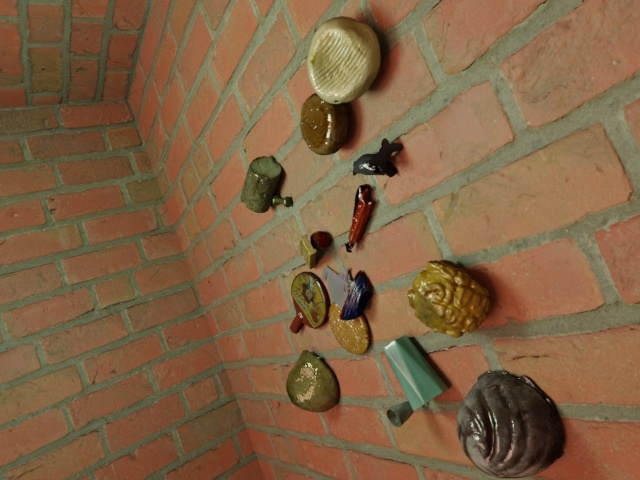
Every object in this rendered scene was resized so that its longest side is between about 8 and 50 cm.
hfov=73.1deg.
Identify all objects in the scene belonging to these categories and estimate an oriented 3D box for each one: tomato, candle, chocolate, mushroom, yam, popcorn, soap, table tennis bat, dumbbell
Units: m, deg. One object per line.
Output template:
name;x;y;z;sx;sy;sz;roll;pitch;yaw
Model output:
tomato;0.000;0.000;1.833;0.075;0.087;0.087;-15;93;26
candle;0.139;-0.074;1.625;0.084;0.059;0.302;56;142;42
chocolate;0.513;0.557;1.256;0.303;0.212;0.304;28;128;44
mushroom;-0.063;0.691;2.141;0.292;0.211;0.218;44;145;44
yam;-0.287;-0.258;2.054;0.161;0.161;0.268;54;139;25
popcorn;0.376;0.170;1.302;0.250;0.190;0.250;37;144;33
soap;-0.054;0.054;1.882;0.092;0.037;0.252;61;169;15
table tennis bat;-0.069;0.322;2.106;0.268;0.051;0.415;52;138;26
dumbbell;-0.180;-0.185;2.029;0.117;0.046;0.052;13;110;51

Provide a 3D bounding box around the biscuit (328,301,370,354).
biscuit;0.123;0.372;1.867;0.253;0.035;0.254;27;126;45

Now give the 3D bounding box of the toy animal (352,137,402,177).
toy animal;0.191;-0.260;1.472;0.117;0.121;0.210;30;169;-15

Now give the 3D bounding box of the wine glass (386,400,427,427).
wine glass;0.321;0.622;1.598;0.073;0.155;0.074;25;124;46

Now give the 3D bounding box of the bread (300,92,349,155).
bread;0.022;-0.429;1.573;0.230;0.122;0.230;24;119;52

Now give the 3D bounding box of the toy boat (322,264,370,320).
toy boat;0.086;0.219;1.799;0.318;0.071;0.219;1;86;53

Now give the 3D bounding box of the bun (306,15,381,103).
bun;0.083;-0.578;1.384;0.259;0.160;0.260;10;112;25

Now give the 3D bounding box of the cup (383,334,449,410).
cup;0.333;0.463;1.548;0.134;0.148;0.236;-40;62;19
